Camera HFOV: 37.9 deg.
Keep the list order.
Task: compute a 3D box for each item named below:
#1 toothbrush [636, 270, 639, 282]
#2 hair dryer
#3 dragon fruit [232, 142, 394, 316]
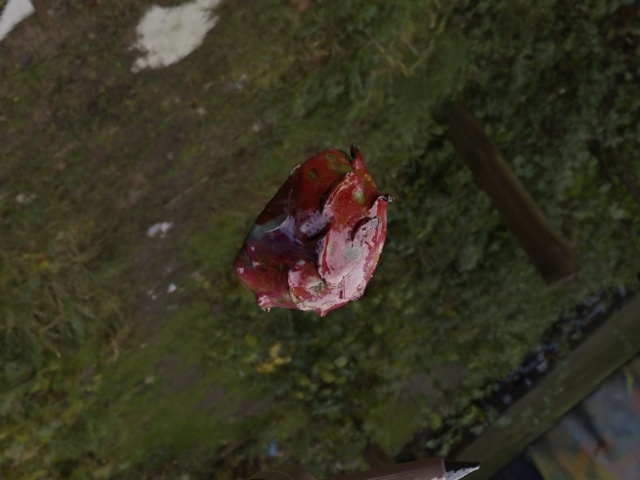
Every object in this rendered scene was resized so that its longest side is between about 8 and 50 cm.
[{"bbox_3d":[0.387,-0.045,0.630,0.364,0.041,0.041,-27,165,24],"label":"toothbrush"},{"bbox_3d":[0.052,0.343,1.270,0.344,0.106,0.189,-13,170,11],"label":"hair dryer"},{"bbox_3d":[0.001,0.003,1.269,0.274,0.161,0.126,-56,166,10],"label":"dragon fruit"}]
